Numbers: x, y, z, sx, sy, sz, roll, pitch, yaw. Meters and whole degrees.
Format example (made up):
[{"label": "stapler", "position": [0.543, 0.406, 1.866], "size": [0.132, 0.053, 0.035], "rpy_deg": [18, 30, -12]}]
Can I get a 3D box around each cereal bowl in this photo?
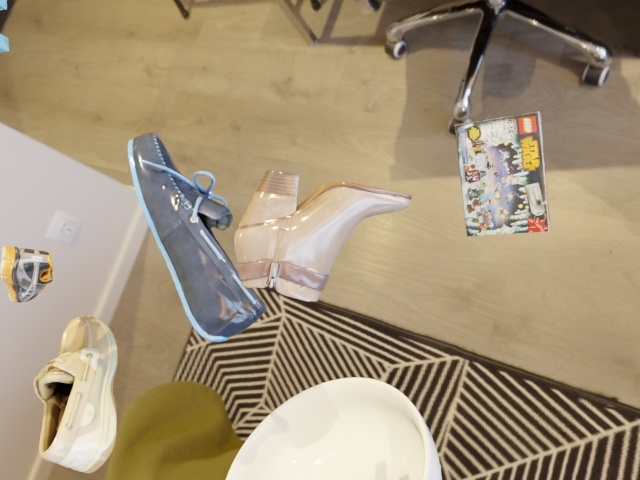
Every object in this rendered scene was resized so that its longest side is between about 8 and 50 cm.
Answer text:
[{"label": "cereal bowl", "position": [0.027, 0.378, 0.793], "size": [0.339, 0.141, 0.338], "rpy_deg": [-24, 28, 13]}]

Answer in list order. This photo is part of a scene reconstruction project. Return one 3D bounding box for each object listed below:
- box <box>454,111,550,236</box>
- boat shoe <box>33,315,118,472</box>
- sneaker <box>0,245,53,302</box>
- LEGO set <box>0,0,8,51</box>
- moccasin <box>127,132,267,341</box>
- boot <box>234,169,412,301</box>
[{"label": "box", "position": [0.213, -0.075, 0.626], "size": [0.094, 0.027, 0.136], "rpy_deg": [-5, 100, 28]}, {"label": "boat shoe", "position": [-0.402, 0.226, 0.867], "size": [0.109, 0.098, 0.302], "rpy_deg": [-42, 41, 13]}, {"label": "sneaker", "position": [-0.566, 0.071, 1.048], "size": [0.083, 0.215, 0.084], "rpy_deg": [-1, 73, -22]}, {"label": "LEGO set", "position": [-0.253, -0.199, 0.318], "size": [0.087, 0.093, 0.226], "rpy_deg": [-2, 90, 9]}, {"label": "moccasin", "position": [-0.184, -0.017, 0.824], "size": [0.117, 0.138, 0.341], "rpy_deg": [-25, 86, 1]}, {"label": "boot", "position": [0.000, 0.000, 0.375], "size": [0.119, 0.042, 0.086], "rpy_deg": [8, 91, -2]}]
